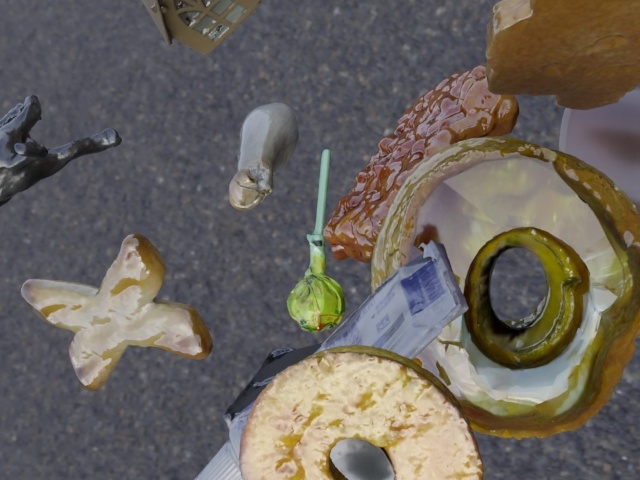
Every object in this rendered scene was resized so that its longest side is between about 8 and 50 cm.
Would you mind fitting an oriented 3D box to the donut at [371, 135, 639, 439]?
[{"bbox_3d":[0.212,0.052,1.102,0.160,0.330,0.330,-114,47,-80],"label":"donut"}]

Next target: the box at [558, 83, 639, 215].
[{"bbox_3d":[0.573,-0.150,1.698,0.216,0.301,0.301,23,94,55],"label":"box"}]

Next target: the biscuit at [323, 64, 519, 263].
[{"bbox_3d":[0.147,-0.104,1.510,0.312,0.110,0.318,-54,14,-15],"label":"biscuit"}]

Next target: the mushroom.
[{"bbox_3d":[-0.085,-0.134,1.600,0.225,0.093,0.116,-85,7,-58],"label":"mushroom"}]

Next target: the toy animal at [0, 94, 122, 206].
[{"bbox_3d":[-0.307,-0.070,1.015,0.232,0.084,0.148,-12,33,45],"label":"toy animal"}]

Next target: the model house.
[{"bbox_3d":[-0.189,-0.352,1.163,0.176,0.248,0.181,-43,58,20],"label":"model house"}]

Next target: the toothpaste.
[{"bbox_3d":[0.003,0.117,0.807,0.282,0.068,0.099,-44,51,15],"label":"toothpaste"}]

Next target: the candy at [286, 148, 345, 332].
[{"bbox_3d":[0.000,0.000,1.086,0.062,0.058,0.194,3,88,24],"label":"candy"}]

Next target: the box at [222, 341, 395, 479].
[{"bbox_3d":[0.051,0.309,1.277,0.204,0.251,0.345,-16,97,14],"label":"box"}]

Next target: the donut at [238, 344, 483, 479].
[{"bbox_3d":[0.028,0.131,0.633,0.152,0.152,0.058,-60,-3,15],"label":"donut"}]

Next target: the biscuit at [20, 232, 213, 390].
[{"bbox_3d":[-0.238,0.086,1.195,0.207,0.164,0.047,-20,19,32],"label":"biscuit"}]

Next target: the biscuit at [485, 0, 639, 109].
[{"bbox_3d":[0.314,-0.231,1.128,0.269,0.376,0.051,-5,74,7],"label":"biscuit"}]
